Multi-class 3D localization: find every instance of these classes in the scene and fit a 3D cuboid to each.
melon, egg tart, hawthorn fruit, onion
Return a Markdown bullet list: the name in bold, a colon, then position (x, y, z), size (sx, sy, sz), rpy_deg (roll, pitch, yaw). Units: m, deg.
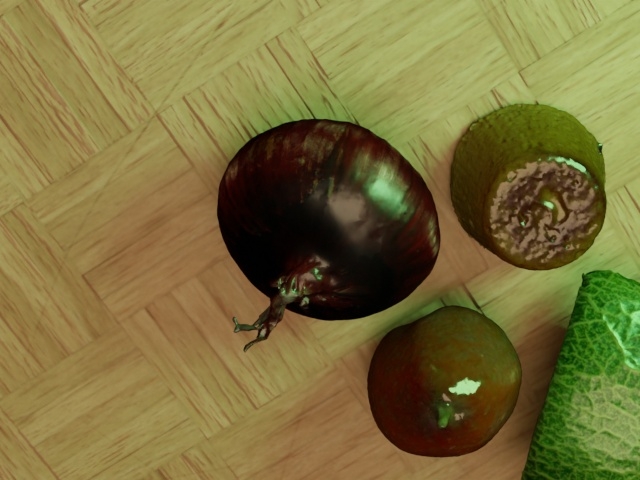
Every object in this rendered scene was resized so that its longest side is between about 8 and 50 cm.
- **melon**: position (0.449, 0.229, 1.710), size (0.343, 0.226, 0.331), rpy_deg (14, 91, 7)
- **egg tart**: position (0.263, -0.056, 1.619), size (0.202, 0.147, 0.203), rpy_deg (-1, 108, -4)
- **hawthorn fruit**: position (0.148, 0.186, 1.646), size (0.199, 0.251, 0.199), rpy_deg (1, 100, 8)
- **onion**: position (0.000, 0.000, 1.567), size (0.273, 0.285, 0.273), rpy_deg (15, 140, 13)
